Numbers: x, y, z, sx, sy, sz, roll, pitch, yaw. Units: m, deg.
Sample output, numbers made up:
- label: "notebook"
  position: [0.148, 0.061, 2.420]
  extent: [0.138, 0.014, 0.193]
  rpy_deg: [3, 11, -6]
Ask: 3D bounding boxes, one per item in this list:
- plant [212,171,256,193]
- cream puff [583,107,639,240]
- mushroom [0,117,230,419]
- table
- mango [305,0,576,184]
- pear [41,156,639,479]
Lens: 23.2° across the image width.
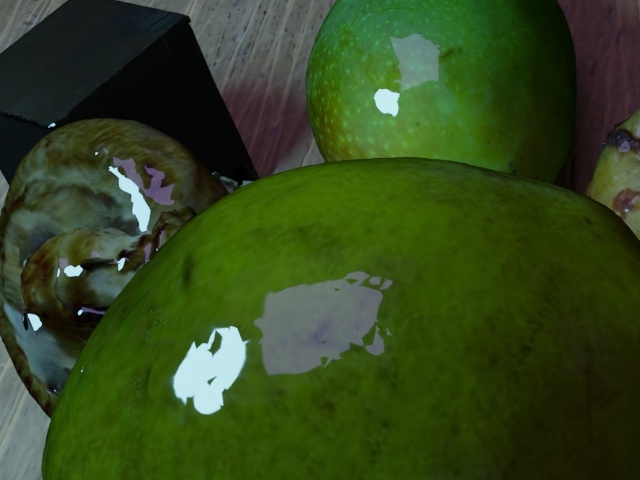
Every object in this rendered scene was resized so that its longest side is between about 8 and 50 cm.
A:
- label: "plant"
  position: [-0.095, -0.033, 1.358]
  extent: [0.116, 0.122, 0.104]
  rpy_deg: [-26, 33, 47]
- label: "cream puff"
  position: [0.304, -0.022, 1.088]
  extent: [0.240, 0.164, 0.240]
  rpy_deg: [-20, 47, 22]
- label: "mushroom"
  position: [-0.141, 0.040, 1.195]
  extent: [0.195, 0.263, 0.283]
  rpy_deg: [2, 3, -19]
- label: "table"
  position: [-0.195, -0.093, 1.435]
  extent: [0.172, 0.193, 0.169]
  rpy_deg: [18, 53, 44]
- label: "mango"
  position: [0.106, -0.148, 1.313]
  extent: [0.225, 0.201, 0.382]
  rpy_deg: [16, 40, -2]
- label: "pear"
  position: [0.022, 0.116, 0.940]
  extent: [0.413, 0.352, 0.352]
  rpy_deg: [-29, 35, 6]
